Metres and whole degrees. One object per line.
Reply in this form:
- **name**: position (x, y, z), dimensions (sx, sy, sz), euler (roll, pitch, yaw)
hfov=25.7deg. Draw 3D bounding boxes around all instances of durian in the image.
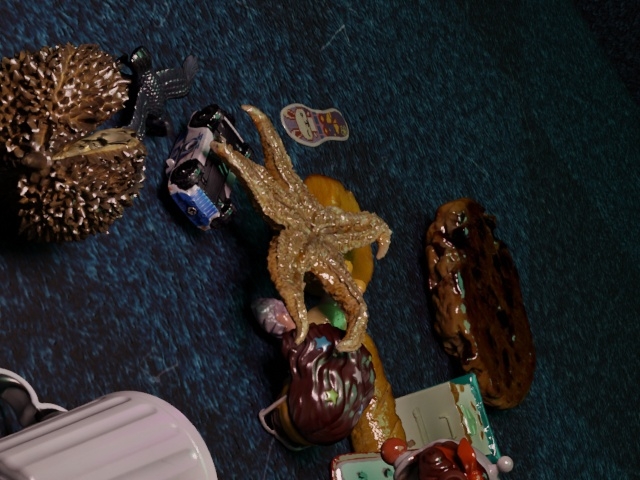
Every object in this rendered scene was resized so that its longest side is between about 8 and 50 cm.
- **durian**: position (-0.242, -0.089, 1.297), dimensions (0.196, 0.167, 0.196), euler (56, 14, -22)

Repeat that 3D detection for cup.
- **cup**: position (-0.228, 0.217, 1.161), dimensions (0.202, 0.221, 0.166), euler (-11, 115, -60)

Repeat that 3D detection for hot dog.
- **hot dog**: position (0.069, 0.245, 1.764), dimensions (0.088, 0.061, 0.285), euler (-7, 75, -51)

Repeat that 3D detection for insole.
- **insole**: position (-0.006, -0.163, 1.984), dimensions (0.197, 0.004, 0.065), euler (-7, 76, -62)

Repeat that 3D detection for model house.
- **model house**: position (0.179, 0.256, 1.914), dimensions (0.149, 0.100, 0.127), euler (2, 70, -64)

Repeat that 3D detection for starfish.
- **starfish**: position (-0.030, -0.015, 1.617), dimensions (0.302, 0.060, 0.299), euler (54, 32, -3)

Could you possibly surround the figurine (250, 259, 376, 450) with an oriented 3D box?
- **figurine**: position (0.003, 0.135, 1.653), dimensions (0.174, 0.116, 0.240), euler (49, 32, -35)

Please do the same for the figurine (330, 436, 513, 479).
- **figurine**: position (0.137, 0.301, 1.599), dimensions (0.160, 0.226, 0.183), euler (0, 68, -25)

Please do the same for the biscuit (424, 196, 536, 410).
- **biscuit**: position (0.240, 0.099, 2.168), dimensions (0.289, 0.081, 0.334), euler (17, 60, -58)

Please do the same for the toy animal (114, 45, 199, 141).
- **toy animal**: position (-0.194, -0.162, 1.563), dimensions (0.108, 0.062, 0.220), euler (60, 40, -20)

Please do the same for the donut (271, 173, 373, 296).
- **donut**: position (0.000, 0.000, 1.811), dimensions (0.178, 0.065, 0.162), euler (31, 49, -52)

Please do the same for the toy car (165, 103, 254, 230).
- **toy car**: position (-0.132, -0.088, 1.616), dimensions (0.080, 0.070, 0.170), euler (52, 32, -31)
